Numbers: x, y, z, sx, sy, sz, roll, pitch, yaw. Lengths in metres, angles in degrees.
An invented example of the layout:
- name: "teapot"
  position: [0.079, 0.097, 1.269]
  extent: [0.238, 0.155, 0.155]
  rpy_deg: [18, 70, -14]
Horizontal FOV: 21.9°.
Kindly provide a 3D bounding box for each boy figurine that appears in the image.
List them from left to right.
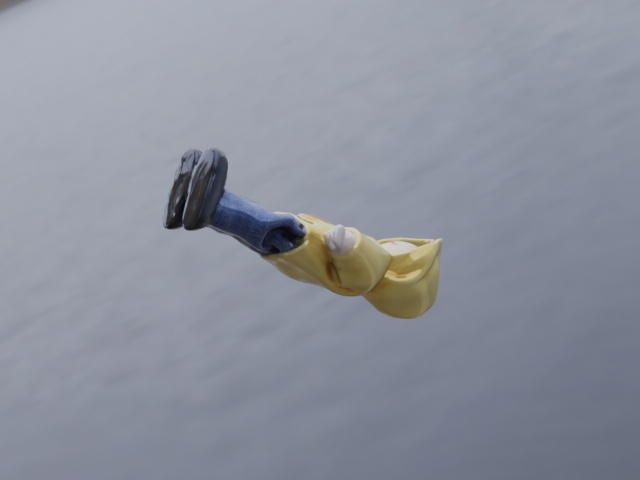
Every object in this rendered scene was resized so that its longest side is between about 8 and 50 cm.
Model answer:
- name: "boy figurine"
  position: [0.000, 0.000, 1.567]
  extent: [0.285, 0.092, 0.177]
  rpy_deg: [19, -7, -22]
